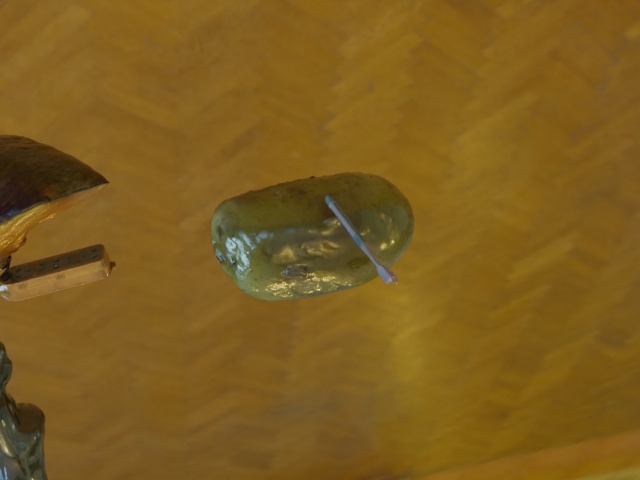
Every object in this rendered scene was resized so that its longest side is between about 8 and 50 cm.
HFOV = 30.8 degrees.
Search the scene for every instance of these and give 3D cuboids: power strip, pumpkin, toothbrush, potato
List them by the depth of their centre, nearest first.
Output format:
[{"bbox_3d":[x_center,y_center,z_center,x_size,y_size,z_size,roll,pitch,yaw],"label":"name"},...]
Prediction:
[{"bbox_3d":[0.042,-0.002,1.243,0.014,0.167,0.011,18,113,-36],"label":"toothbrush"},{"bbox_3d":[-0.436,-0.055,1.470,0.312,0.169,0.148,-33,170,26],"label":"pumpkin"},{"bbox_3d":[0.000,0.000,1.515,0.272,0.160,0.111,-10,-171,-11],"label":"potato"},{"bbox_3d":[-0.357,0.045,1.518,0.178,0.049,0.028,-15,124,-2],"label":"power strip"}]

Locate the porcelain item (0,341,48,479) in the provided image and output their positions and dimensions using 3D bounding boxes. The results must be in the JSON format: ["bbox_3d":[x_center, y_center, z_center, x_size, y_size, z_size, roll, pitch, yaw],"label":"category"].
[{"bbox_3d":[-0.262,0.174,0.980,0.069,0.081,0.215,-17,111,-20],"label":"porcelain item"}]
